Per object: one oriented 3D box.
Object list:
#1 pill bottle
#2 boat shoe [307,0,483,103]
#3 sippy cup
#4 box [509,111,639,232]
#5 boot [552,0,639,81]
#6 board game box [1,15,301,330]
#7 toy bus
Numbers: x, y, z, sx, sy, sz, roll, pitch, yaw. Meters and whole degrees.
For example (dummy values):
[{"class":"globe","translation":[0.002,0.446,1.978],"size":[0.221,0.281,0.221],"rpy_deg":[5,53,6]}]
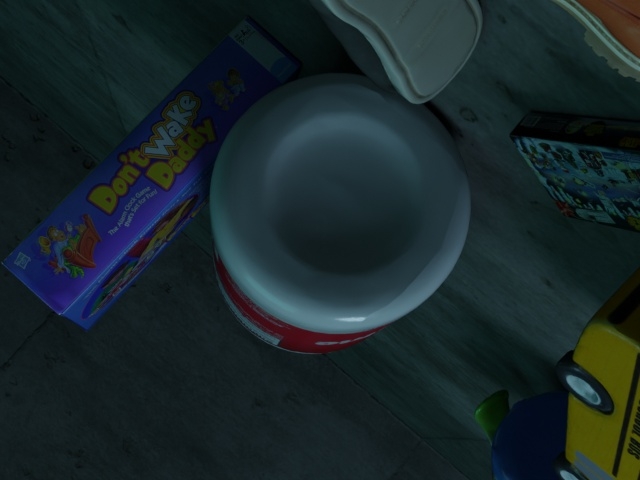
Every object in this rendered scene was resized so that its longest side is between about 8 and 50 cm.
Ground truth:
[{"class":"pill bottle","translation":[0.000,0.000,0.950],"size":[0.229,0.229,0.408],"rpy_deg":[40,168,3]},{"class":"boat shoe","translation":[0.018,-0.175,0.510],"size":[0.095,0.112,0.335],"rpy_deg":[38,179,20]},{"class":"sippy cup","translation":[0.319,0.317,1.148],"size":[0.305,0.240,0.224],"rpy_deg":[5,139,30]},{"class":"box","translation":[0.208,-0.045,0.639],"size":[0.094,0.027,0.137],"rpy_deg":[47,166,-29]},{"class":"boot","translation":[0.139,-0.148,0.442],"size":[0.158,0.059,0.084],"rpy_deg":[34,165,-9]},{"class":"board game box","translation":[-0.175,-0.061,0.991],"size":[0.078,0.347,0.233],"rpy_deg":[42,167,0]},{"class":"toy bus","translation":[0.259,0.127,0.671],"size":[0.130,0.108,0.333],"rpy_deg":[37,159,32]}]
